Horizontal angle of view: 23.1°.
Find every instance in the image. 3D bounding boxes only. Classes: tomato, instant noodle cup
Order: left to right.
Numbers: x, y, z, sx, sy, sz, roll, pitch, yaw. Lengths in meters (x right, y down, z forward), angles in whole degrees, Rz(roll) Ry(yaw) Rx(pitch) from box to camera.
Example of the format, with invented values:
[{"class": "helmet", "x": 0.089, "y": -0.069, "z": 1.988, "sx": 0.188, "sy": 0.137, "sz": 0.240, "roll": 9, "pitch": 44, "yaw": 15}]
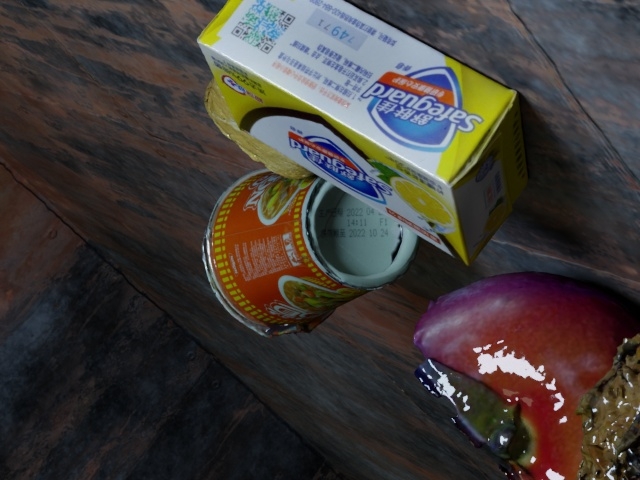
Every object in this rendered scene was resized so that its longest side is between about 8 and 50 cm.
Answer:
[{"class": "instant noodle cup", "x": 0.000, "y": 0.000, "z": 1.646, "sx": 0.193, "sy": 0.193, "sz": 0.212, "roll": 41, "pitch": 159, "yaw": -15}, {"class": "tomato", "x": 0.255, "y": 0.146, "z": 1.470, "sx": 0.335, "sy": 0.176, "sz": 0.290, "roll": 51, "pitch": -167, "yaw": 17}]

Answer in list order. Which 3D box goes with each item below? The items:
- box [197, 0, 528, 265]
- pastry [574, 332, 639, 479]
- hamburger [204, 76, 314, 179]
[{"class": "box", "x": 0.040, "y": -0.108, "z": 1.321, "sx": 0.265, "sy": 0.097, "sz": 0.168, "roll": 32, "pitch": 165, "yaw": 20}, {"class": "pastry", "x": 0.329, "y": 0.185, "z": 1.264, "sx": 0.275, "sy": 0.275, "sz": 0.193, "roll": 38, "pitch": -177, "yaw": -1}, {"class": "hamburger", "x": -0.042, "y": -0.124, "z": 1.517, "sx": 0.138, "sy": 0.083, "sz": 0.147, "roll": 41, "pitch": 165, "yaw": 0}]
